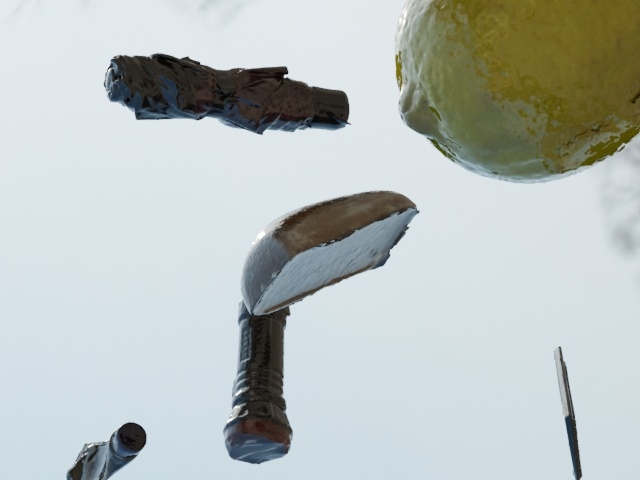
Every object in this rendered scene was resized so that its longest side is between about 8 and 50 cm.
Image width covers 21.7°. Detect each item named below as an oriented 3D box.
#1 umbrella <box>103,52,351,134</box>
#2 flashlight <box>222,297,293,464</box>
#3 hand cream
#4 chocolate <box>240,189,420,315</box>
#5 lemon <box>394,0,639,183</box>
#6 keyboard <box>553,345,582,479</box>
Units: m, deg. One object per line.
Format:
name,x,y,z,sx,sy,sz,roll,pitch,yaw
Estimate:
umbrella,-0.110,-0.181,2.094,0.326,0.094,0.090,5,-99,-22
flashlight,-0.082,0.175,2.190,0.093,0.093,0.232,32,-137,-37
hand cream,-0.239,0.238,1.867,0.039,0.163,0.062,25,-119,-19
chocolate,0.000,-0.001,2.056,0.261,0.161,0.083,-20,-113,-44
lemon,0.204,-0.180,1.545,0.260,0.260,0.284,47,-117,-9
keyboard,0.220,0.151,1.482,0.202,0.011,0.067,-67,-32,-76
